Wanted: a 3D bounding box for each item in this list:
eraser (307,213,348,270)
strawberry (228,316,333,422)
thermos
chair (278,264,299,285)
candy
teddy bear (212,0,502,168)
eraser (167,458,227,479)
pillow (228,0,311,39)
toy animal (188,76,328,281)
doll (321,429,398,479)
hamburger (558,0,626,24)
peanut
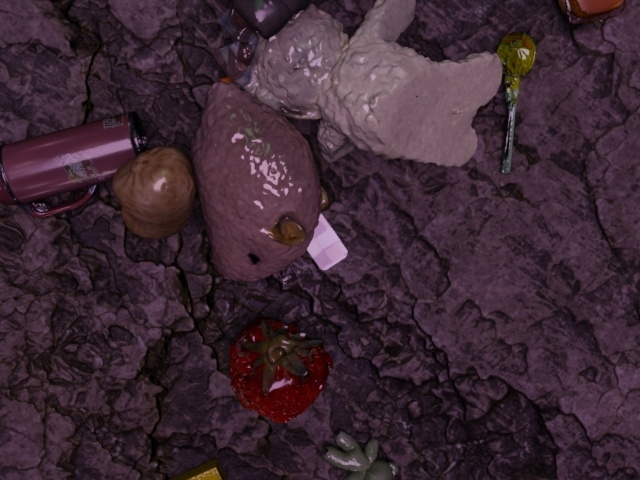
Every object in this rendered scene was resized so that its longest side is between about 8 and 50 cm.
[{"bbox_3d":[0.000,0.000,1.380,0.065,0.026,0.105,-34,99,-2],"label":"eraser"},{"bbox_3d":[-0.078,0.246,1.344,0.187,0.184,0.201,4,126,-10],"label":"strawberry"},{"bbox_3d":[-0.470,-0.127,1.293,0.330,0.136,0.109,-15,65,-3],"label":"thermos"},{"bbox_3d":[-0.071,0.046,1.372,0.037,0.042,0.086,-23,98,3],"label":"chair"},{"bbox_3d":[0.355,-0.253,1.362,0.073,0.077,0.262,2,106,-2],"label":"candy"},{"bbox_3d":[0.061,-0.295,1.300,0.375,0.362,0.327,-8,125,-43],"label":"teddy bear"},{"bbox_3d":[-0.237,0.495,1.417,0.122,0.045,0.097,-23,100,-1],"label":"eraser"},{"bbox_3d":[-0.105,-0.488,1.203,0.228,0.101,0.326,-42,65,1],"label":"pillow"},{"bbox_3d":[-0.106,-0.102,1.256,0.226,0.188,0.358,-1,114,26],"label":"toy animal"},{"bbox_3d":[0.075,0.438,1.430,0.150,0.077,0.115,41,55,2],"label":"doll"},{"bbox_3d":[0.488,-0.477,1.325,0.137,0.087,0.166,-12,100,-4],"label":"hamburger"},{"bbox_3d":[-0.281,-0.075,1.239,0.137,0.253,0.122,26,68,-2],"label":"peanut"}]
